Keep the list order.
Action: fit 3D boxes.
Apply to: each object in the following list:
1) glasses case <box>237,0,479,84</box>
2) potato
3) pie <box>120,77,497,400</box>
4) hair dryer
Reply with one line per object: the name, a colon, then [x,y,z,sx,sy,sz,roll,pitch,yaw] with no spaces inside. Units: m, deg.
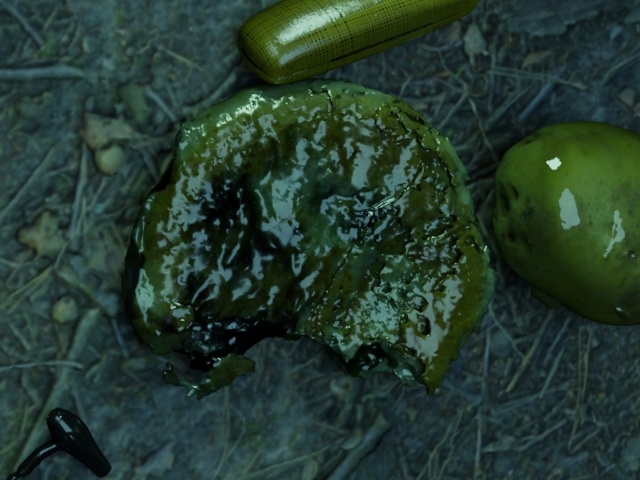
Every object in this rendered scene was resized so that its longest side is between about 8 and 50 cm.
glasses case: [0.035,-0.204,1.582,0.234,0.079,0.064,-23,145,-24]
potato: [0.270,-0.015,1.677,0.228,0.148,0.197,-5,75,-31]
pie: [0.000,0.000,1.589,0.371,0.078,0.296,4,92,-25]
hair dryer: [-0.232,0.193,1.526,0.083,0.031,0.079,-36,119,-4]
